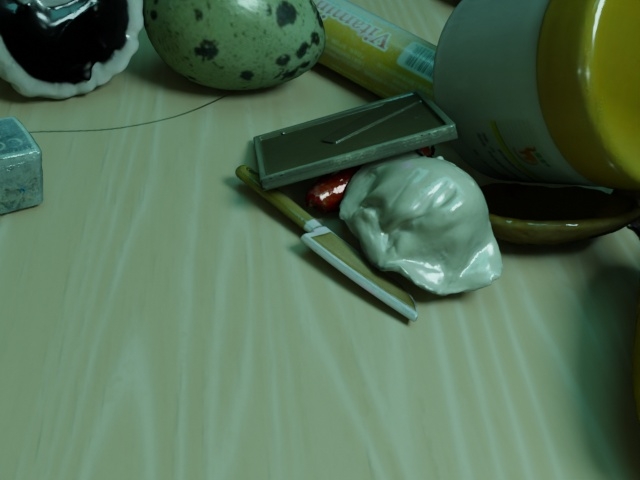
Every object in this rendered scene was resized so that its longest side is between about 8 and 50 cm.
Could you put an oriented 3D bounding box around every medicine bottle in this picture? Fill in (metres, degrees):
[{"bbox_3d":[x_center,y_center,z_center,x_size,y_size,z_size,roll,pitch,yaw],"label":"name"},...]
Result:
[{"bbox_3d":[0.017,-0.278,1.048,0.426,0.108,0.108,35,44,21],"label":"medicine bottle"},{"bbox_3d":[0.275,-0.172,0.805,0.238,0.237,0.232,-11,10,-26],"label":"medicine bottle"}]

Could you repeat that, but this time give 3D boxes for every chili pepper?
[{"bbox_3d":[0.041,-0.074,0.844,0.088,0.064,0.169,33,47,23],"label":"chili pepper"}]

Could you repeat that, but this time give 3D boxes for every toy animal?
[{"bbox_3d":[-0.321,-0.270,0.898,0.208,0.156,0.204,-29,53,-27],"label":"toy animal"}]

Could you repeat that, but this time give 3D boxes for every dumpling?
[{"bbox_3d":[0.094,-0.020,0.760,0.127,0.108,0.188,-26,65,-27],"label":"dumpling"}]

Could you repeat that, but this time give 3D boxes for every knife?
[{"bbox_3d":[-0.001,0.001,0.768,0.256,0.022,0.046,39,25,23],"label":"knife"}]

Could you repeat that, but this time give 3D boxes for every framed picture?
[{"bbox_3d":[0.029,-0.111,0.832,0.203,0.015,0.150,-16,26,-1],"label":"framed picture"}]

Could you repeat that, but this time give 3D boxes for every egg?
[{"bbox_3d":[-0.102,-0.269,0.944,0.228,0.177,0.177,15,38,-17],"label":"egg"}]

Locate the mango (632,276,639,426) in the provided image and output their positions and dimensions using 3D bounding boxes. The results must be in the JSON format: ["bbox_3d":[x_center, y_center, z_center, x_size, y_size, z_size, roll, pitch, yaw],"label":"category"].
[{"bbox_3d":[0.377,0.089,0.631,0.253,0.182,0.364,0,44,1],"label":"mango"}]

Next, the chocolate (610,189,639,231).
[{"bbox_3d":[0.492,-0.095,0.950,0.321,0.111,0.112,-18,46,-32],"label":"chocolate"}]

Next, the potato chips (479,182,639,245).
[{"bbox_3d":[0.252,-0.027,0.847,0.202,0.049,0.150,-11,27,-24],"label":"potato chips"}]

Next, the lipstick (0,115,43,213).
[{"bbox_3d":[-0.388,-0.042,0.671,0.290,0.076,0.077,-19,48,-33],"label":"lipstick"}]
